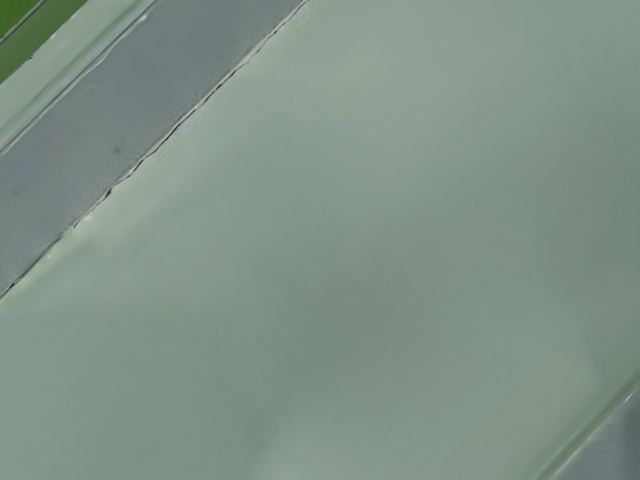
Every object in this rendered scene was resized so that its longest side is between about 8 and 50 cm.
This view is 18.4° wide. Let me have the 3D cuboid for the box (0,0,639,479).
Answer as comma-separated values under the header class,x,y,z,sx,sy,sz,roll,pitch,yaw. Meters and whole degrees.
class,x,y,z,sx,sy,sz,roll,pitch,yaw
box,0.000,0.000,0.362,0.225,0.086,0.129,-46,105,-8
